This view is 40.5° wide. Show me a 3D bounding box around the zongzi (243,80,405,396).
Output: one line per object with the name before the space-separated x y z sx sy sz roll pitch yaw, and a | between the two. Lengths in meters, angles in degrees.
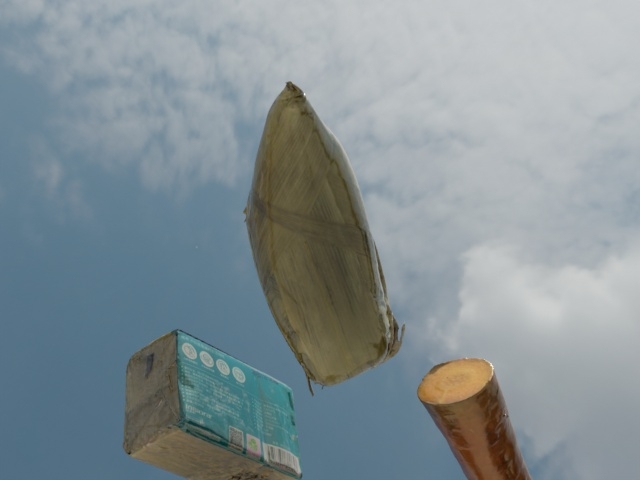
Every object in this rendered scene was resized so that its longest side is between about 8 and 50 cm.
zongzi | 0.000 0.000 0.645 0.099 0.197 0.194 -18 -109 -9

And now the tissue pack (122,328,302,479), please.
tissue pack | -0.106 0.177 0.859 0.082 0.120 0.169 -36 -49 24

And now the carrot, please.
carrot | 0.141 0.184 0.655 0.057 0.057 0.224 -32 -64 -7
